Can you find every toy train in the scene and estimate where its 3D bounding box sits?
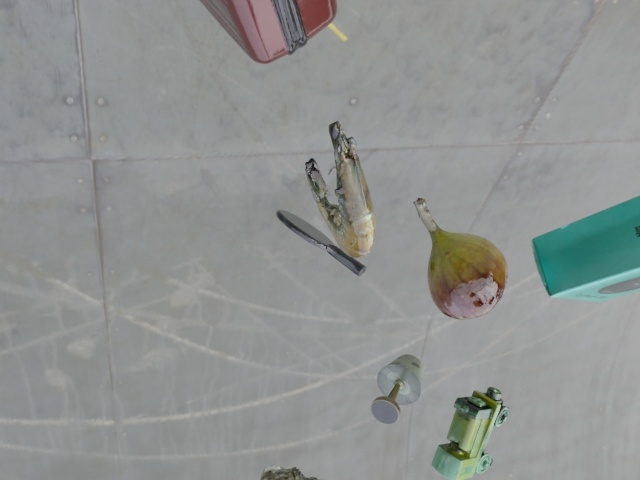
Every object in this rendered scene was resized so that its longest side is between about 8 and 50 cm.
[{"bbox_3d":[0.185,0.238,0.698,0.081,0.050,0.122,10,100,-41],"label":"toy train"}]

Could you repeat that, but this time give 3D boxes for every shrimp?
[{"bbox_3d":[0.022,-0.075,0.828,0.051,0.150,0.217,-23,123,-22],"label":"shrimp"}]

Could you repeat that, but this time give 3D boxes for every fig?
[{"bbox_3d":[0.258,0.026,1.018,0.143,0.231,0.160,-10,177,22],"label":"fig"}]

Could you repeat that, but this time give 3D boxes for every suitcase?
[{"bbox_3d":[-0.118,-0.423,0.806,0.161,0.297,0.236,-34,152,-5],"label":"suitcase"}]

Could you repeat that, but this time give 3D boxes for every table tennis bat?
[{"bbox_3d":[0.000,0.000,1.244,0.027,0.236,0.150,-56,167,9],"label":"table tennis bat"}]

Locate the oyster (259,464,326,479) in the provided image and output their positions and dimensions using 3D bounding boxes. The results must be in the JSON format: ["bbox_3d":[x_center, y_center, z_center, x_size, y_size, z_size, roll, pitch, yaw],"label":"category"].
[{"bbox_3d":[-0.017,0.270,0.554,0.100,0.098,0.037,12,137,-10],"label":"oyster"}]

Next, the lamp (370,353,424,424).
[{"bbox_3d":[0.194,0.376,1.433,0.121,0.121,0.214,-49,176,31],"label":"lamp"}]

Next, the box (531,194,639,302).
[{"bbox_3d":[0.549,0.006,0.944,0.205,0.118,0.311,7,154,-40],"label":"box"}]
